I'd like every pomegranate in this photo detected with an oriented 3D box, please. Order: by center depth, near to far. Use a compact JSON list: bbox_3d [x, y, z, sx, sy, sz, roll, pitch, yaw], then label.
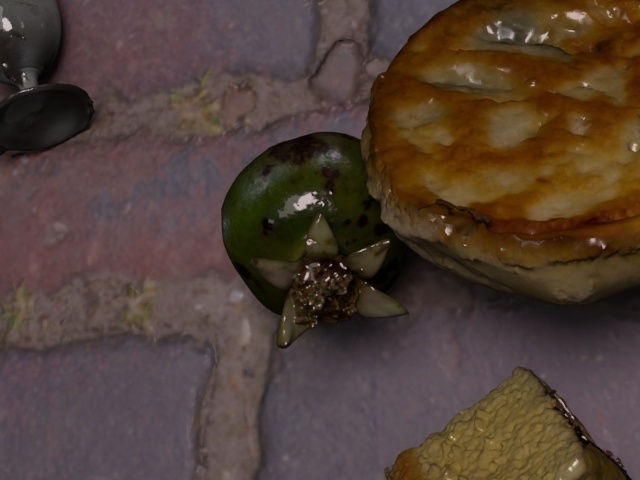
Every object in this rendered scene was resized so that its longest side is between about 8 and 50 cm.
[{"bbox_3d":[0.000,-0.007,0.773,0.149,0.169,0.148,-2,99,-10],"label":"pomegranate"}]

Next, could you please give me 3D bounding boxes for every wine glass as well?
[{"bbox_3d":[-0.283,-0.191,0.978,0.103,0.103,0.222,-28,66,11],"label":"wine glass"}]

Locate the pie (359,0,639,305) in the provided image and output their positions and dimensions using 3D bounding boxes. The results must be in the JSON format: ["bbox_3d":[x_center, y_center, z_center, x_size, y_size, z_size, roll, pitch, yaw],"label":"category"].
[{"bbox_3d":[0.175,-0.076,0.725,0.315,0.092,0.315,-6,45,6],"label":"pie"}]

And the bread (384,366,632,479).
[{"bbox_3d":[0.115,0.163,0.721,0.147,0.127,0.152,-43,47,4],"label":"bread"}]
